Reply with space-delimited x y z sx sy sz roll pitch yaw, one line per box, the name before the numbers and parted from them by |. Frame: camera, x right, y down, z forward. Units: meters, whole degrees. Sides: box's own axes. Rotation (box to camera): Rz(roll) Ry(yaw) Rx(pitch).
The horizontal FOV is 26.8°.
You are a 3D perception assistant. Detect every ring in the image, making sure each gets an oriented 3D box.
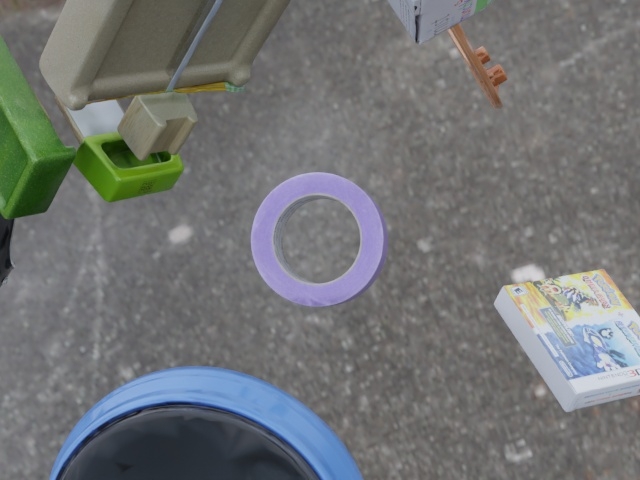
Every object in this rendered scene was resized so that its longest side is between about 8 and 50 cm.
ring | 0.127 -0.299 1.536 0.032 0.336 0.336 -31 37 7

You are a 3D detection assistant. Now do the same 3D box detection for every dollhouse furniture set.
dollhouse furniture set | -0.171 -0.176 1.128 0.197 0.301 0.151 -15 63 -41

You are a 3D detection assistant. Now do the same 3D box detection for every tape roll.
tape roll | 0.000 0.000 1.905 0.189 0.189 0.080 -18 -3 7

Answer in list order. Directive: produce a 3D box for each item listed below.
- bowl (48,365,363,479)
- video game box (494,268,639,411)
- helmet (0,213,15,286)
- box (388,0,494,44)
bowl | -0.136 0.342 1.538 0.391 0.391 0.077 -13 11 13
video game box | 0.374 0.137 1.892 0.187 0.048 0.205 -7 48 -30
helmet | -0.366 -0.004 1.248 0.169 0.161 0.169 7 15 -2
box | 0.073 -0.321 1.161 0.127 0.262 0.231 -33 82 -2
